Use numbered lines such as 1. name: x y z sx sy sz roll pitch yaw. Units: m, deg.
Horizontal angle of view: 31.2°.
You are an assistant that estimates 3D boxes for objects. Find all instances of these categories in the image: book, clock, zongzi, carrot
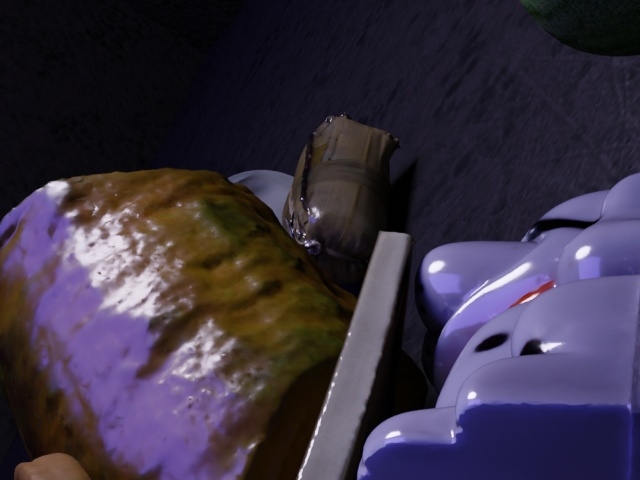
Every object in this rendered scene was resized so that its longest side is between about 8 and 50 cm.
1. book: 0.004 0.179 0.539 0.217 0.021 0.310 -67 -15 -49
2. clock: 0.121 0.059 0.470 0.189 0.189 0.254 -49 12 33
3. zongzi: 0.000 0.000 1.099 0.194 0.099 0.197 -79 14 -52
4. carrot: -0.060 0.119 0.729 0.241 0.241 0.340 -54 53 19

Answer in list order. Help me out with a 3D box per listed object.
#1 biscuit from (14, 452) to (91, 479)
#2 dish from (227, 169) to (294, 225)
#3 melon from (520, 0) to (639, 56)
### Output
1. biscuit: -0.092 0.218 0.530 0.289 0.044 0.202 45 145 51
2. dish: -0.150 0.033 1.379 0.324 0.124 0.324 -45 23 25
3. melon: 0.220 -0.232 0.651 0.287 0.182 0.182 -50 17 36
